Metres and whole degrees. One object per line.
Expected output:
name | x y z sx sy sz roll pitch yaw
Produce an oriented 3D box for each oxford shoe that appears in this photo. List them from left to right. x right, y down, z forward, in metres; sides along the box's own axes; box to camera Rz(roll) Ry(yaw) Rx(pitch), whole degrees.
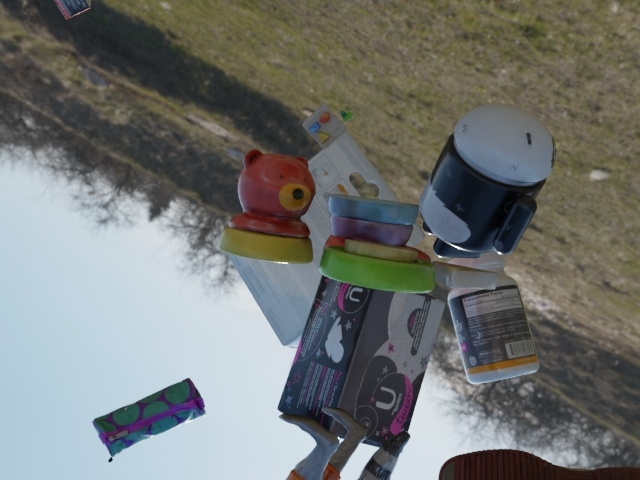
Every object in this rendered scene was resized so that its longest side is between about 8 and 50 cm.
oxford shoe | 0.367 0.417 1.022 0.348 0.123 0.130 4 154 16

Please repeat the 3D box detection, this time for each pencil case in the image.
pencil case | -0.245 0.256 0.919 0.064 0.151 0.070 69 162 -4

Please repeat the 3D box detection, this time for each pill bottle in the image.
pill bottle | 0.378 0.171 1.427 0.162 0.278 0.162 -11 165 -3

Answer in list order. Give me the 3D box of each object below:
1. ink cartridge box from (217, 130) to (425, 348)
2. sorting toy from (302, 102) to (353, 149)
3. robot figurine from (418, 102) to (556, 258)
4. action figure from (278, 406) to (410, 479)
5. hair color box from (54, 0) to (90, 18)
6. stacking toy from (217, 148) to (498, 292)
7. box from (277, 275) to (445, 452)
ink cartridge box | 0.000 0.000 1.386 0.308 0.385 0.091 56 -168 22
sorting toy | 0.015 -0.203 1.089 0.062 0.083 0.012 49 -152 -4
robot figurine | 0.272 -0.092 1.056 0.209 0.278 0.173 37 -136 19
action figure | -0.015 0.354 0.663 0.178 0.330 0.341 10 170 3
hair color box | -0.479 -0.484 1.196 0.093 0.053 0.167 64 176 -33
stacking toy | 0.061 -0.028 0.804 0.279 0.130 0.309 13 -173 44
box | 0.069 0.181 0.993 0.163 0.247 0.142 25 169 -34
